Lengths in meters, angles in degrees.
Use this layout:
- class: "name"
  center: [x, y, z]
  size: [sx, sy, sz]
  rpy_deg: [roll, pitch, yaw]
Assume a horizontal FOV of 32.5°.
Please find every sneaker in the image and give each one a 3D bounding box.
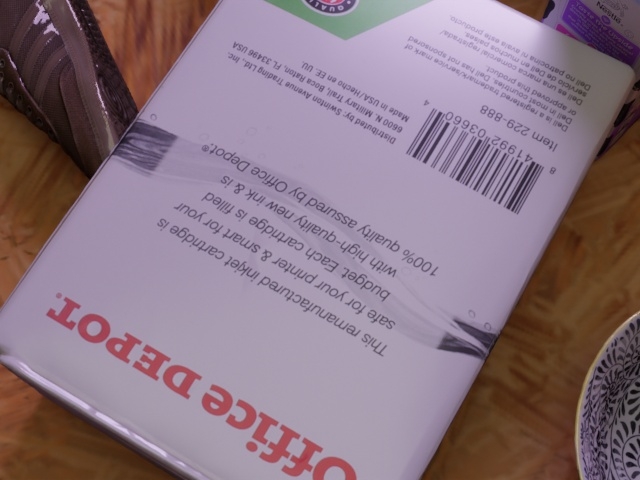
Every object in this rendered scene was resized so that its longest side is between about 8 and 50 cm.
- class: "sneaker"
  center: [-0.159, -0.093, 0.652]
  size: [0.071, 0.066, 0.188]
  rpy_deg: [-28, 66, 7]

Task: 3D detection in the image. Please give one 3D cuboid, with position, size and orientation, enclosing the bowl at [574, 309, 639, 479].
- class: "bowl"
  center: [0.205, 0.115, 0.563]
  size: [0.170, 0.080, 0.170]
  rpy_deg: [1, 70, -2]

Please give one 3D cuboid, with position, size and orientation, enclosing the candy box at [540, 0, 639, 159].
- class: "candy box"
  center: [0.200, -0.156, 0.602]
  size: [0.070, 0.196, 0.165]
  rpy_deg: [43, 75, 14]

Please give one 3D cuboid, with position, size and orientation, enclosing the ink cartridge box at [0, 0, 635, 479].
- class: "ink cartridge box"
  center: [0.000, 0.000, 0.579]
  size: [0.211, 0.121, 0.289]
  rpy_deg: [30, 72, 9]
